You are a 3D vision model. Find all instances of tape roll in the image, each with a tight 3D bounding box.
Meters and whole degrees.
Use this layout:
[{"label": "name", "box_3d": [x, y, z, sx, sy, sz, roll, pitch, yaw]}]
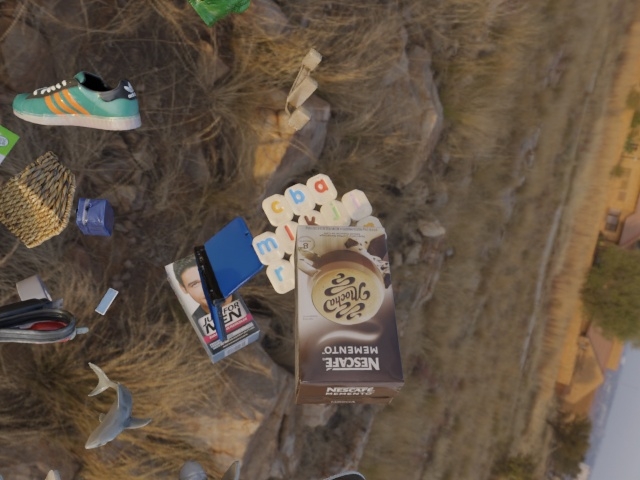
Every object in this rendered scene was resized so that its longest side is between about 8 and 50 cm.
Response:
[{"label": "tape roll", "box_3d": [-0.982, 0.230, 1.804, 0.072, 0.219, 0.219, -27, 129, -24]}]

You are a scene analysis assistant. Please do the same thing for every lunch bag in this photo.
[{"label": "lunch bag", "box_3d": [-0.498, -0.052, 1.123, 0.098, 0.065, 0.067, 112, -23, -66]}]

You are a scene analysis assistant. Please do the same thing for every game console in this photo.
[{"label": "game console", "box_3d": [-0.273, 0.113, 1.568, 0.173, 0.293, 0.250, -14, 126, -16]}]

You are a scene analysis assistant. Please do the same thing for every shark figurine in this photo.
[{"label": "shark figurine", "box_3d": [-0.568, 0.432, 1.425, 0.166, 0.278, 0.116, -10, 118, -20]}]

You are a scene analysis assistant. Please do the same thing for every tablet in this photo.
[{"label": "tablet", "box_3d": [-0.676, 0.192, 1.625, 0.006, 0.054, 0.083, 47, 64, -45]}]

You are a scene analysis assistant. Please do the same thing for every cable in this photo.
[{"label": "cable", "box_3d": [-0.484, 0.145, 0.747, 0.287, 0.139, 0.072, -16, 121, -52]}]

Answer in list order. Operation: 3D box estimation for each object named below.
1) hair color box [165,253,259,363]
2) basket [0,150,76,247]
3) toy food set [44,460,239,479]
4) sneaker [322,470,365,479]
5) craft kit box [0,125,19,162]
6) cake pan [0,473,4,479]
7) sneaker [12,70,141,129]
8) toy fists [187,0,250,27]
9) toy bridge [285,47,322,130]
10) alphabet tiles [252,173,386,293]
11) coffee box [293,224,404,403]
[{"label": "hair color box", "box_3d": [-0.391, 0.225, 1.845, 0.185, 0.374, 0.113, -26, 160, -22]}, {"label": "basket", "box_3d": [-0.944, -0.141, 1.750, 0.223, 0.299, 0.213, 52, 41, -22]}, {"label": "toy food set", "box_3d": [-0.312, 0.445, 0.856, 0.306, 0.092, 0.220, 15, 120, -34]}, {"label": "sneaker", "box_3d": [-0.013, 0.563, 1.034, 0.295, 0.147, 0.105, -18, 84, -20]}, {"label": "craft kit box", "box_3d": [-0.991, -0.254, 1.370, 0.246, 0.061, 0.250, 37, 48, -32]}, {"label": "cake pan", "box_3d": [-0.652, 0.392, 0.803, 0.054, 0.293, 0.293, -85, 174, -62]}, {"label": "sneaker", "box_3d": [-0.562, -0.331, 1.179, 0.108, 0.302, 0.121, -77, 171, -62]}, {"label": "toy fists", "box_3d": [-0.196, -0.498, 0.976, 0.142, 0.096, 0.279, -37, -178, 6]}, {"label": "toy bridge", "box_3d": [-0.033, -0.250, 0.867, 0.026, 0.063, 0.188, 29, 46, -24]}, {"label": "alphabet tiles", "box_3d": [0.000, 0.000, 1.152, 0.284, 0.278, 0.021, -26, 172, -12]}, {"label": "coffee box", "box_3d": [0.039, 0.126, 0.904, 0.119, 0.168, 0.297, 100, -11, -56]}]
